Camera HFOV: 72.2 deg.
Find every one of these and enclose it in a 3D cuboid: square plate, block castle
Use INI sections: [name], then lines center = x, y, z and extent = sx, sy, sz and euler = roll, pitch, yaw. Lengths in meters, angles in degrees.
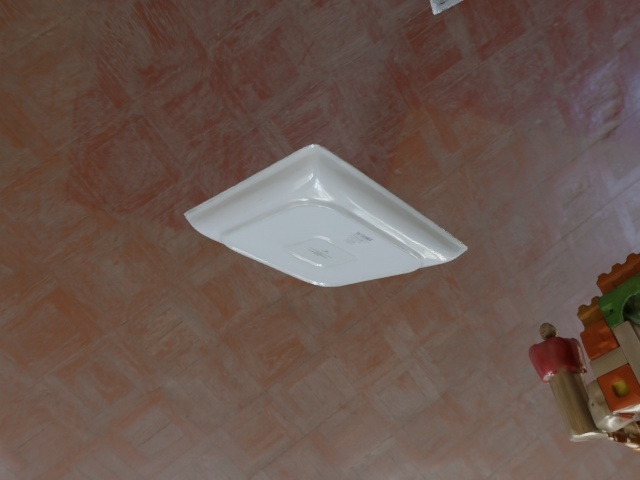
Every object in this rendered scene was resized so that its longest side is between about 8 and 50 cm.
[square plate]
center = 0.000, 0.000, 0.724
extent = 0.347, 0.344, 0.049
euler = 27, 61, -35
[block castle]
center = 0.573, 0.142, 0.643
extent = 0.303, 0.212, 0.453
euler = 18, 134, -18

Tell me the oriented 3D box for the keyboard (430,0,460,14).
[keyboard]
center = 0.330, -0.537, 0.853
extent = 0.256, 0.014, 0.072
euler = -26, 127, 6
